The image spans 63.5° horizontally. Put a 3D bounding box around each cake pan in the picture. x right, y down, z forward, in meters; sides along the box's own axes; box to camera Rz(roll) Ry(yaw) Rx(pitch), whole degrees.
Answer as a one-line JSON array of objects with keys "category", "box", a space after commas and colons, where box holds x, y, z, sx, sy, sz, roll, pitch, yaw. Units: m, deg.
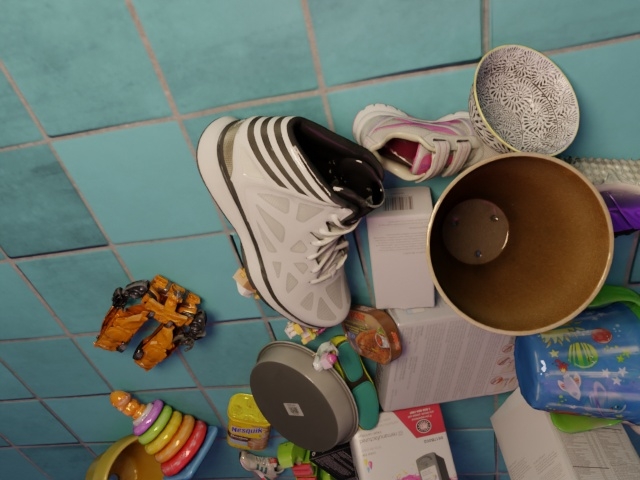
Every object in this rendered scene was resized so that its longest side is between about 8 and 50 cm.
[{"category": "cake pan", "box": [-0.050, 0.369, 1.195, 0.293, 0.054, 0.294, 19, 125, 28]}]

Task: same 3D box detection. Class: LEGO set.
[{"category": "LEGO set", "box": [-0.042, 0.122, 1.038, 0.107, 0.132, 0.287, -30, 115, 18]}]

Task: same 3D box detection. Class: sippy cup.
[{"category": "sippy cup", "box": [0.501, 0.235, 0.989, 0.223, 0.240, 0.306, -3, 86, 5]}]

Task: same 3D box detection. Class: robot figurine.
[{"category": "robot figurine", "box": [-0.375, 0.180, 1.140, 0.211, 0.085, 0.291, 34, 126, -21]}]

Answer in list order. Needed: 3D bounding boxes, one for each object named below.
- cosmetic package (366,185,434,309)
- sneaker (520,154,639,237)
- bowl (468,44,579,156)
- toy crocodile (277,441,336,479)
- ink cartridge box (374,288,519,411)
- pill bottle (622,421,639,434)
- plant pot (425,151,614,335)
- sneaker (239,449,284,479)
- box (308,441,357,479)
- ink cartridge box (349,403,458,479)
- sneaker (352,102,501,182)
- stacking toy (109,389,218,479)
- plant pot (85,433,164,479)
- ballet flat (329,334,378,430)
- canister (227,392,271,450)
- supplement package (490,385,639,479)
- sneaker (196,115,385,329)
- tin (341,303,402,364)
[{"category": "cosmetic package", "box": [0.150, 0.020, 0.951, 0.117, 0.086, 0.231, -2, 132, 8]}, {"category": "sneaker", "box": [0.473, -0.051, 0.849, 0.293, 0.102, 0.146, 8, 131, 9]}, {"category": "bowl", "box": [0.272, -0.182, 0.740, 0.170, 0.170, 0.080, 20, 160, -11]}, {"category": "toy crocodile", "box": [-0.032, 0.679, 1.511, 0.115, 0.105, 0.341, -9, 129, 14]}, {"category": "ink cartridge box", "box": [0.319, 0.226, 1.130, 0.384, 0.091, 0.308, -7, 130, -10]}, {"category": "pill bottle", "box": [0.779, 0.393, 1.170, 0.221, 0.124, 0.124, 19, 129, -9]}, {"category": "plant pot", "box": [0.264, -0.007, 0.788, 0.236, 0.254, 0.237, 0, 96, 4]}, {"category": "sneaker", "box": [-0.174, 0.668, 1.559, 0.075, 0.057, 0.161, -35, 119, 11]}, {"category": "box", "box": [0.123, 0.596, 1.426, 0.184, 0.103, 0.261, -28, 121, 29]}, {"category": "ink cartridge box", "box": [0.199, 0.552, 1.216, 0.225, 0.307, 0.131, -10, 163, -6]}, {"category": "sneaker", "box": [0.173, -0.135, 0.797, 0.252, 0.111, 0.103, 5, 130, 2]}, {"category": "stacking toy", "box": [-0.442, 0.499, 1.392, 0.302, 0.166, 0.175, 44, 134, -14]}, {"category": "plant pot", "box": [-0.558, 0.697, 1.507, 0.239, 0.254, 0.254, -23, 126, 41]}, {"category": "ballet flat", "box": [0.072, 0.318, 1.179, 0.077, 0.077, 0.231, -23, 102, -21]}, {"category": "canister", "box": [-0.189, 0.494, 1.394, 0.126, 0.073, 0.170, 10, 132, -2]}, {"category": "supplement package", "box": [0.548, 0.474, 1.156, 0.197, 0.263, 0.199, 8, 131, -12]}, {"category": "sneaker", "box": [-0.001, 0.000, 0.836, 0.257, 0.169, 0.448, 5, 136, 41]}, {"category": "tin", "box": [0.100, 0.186, 1.048, 0.040, 0.189, 0.106, -24, 101, -22]}]
